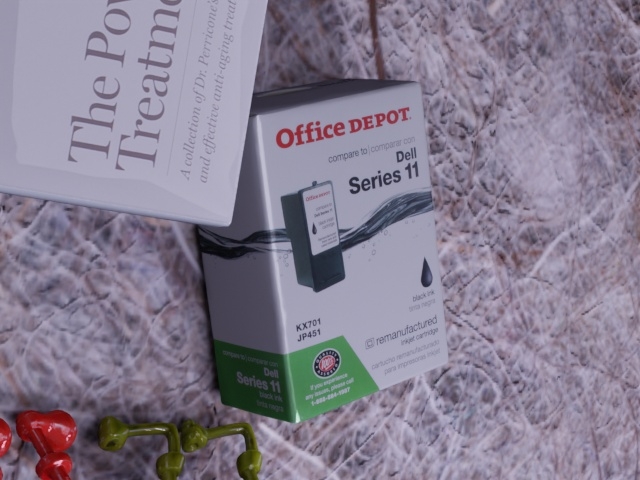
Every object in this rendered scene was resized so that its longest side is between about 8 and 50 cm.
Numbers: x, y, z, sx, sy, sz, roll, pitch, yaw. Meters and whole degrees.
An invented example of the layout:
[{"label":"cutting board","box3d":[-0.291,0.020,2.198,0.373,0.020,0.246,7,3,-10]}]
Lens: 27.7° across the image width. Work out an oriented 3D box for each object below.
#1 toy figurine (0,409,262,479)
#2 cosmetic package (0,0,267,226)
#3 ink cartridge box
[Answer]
[{"label":"toy figurine","box3d":[-0.175,0.244,0.784,0.362,0.191,0.217,7,121,-47]},{"label":"cosmetic package","box3d":[-0.159,-0.214,0.673,0.284,0.097,0.377,9,90,-16]},{"label":"ink cartridge box","box3d":[0.000,0.000,0.892,0.153,0.086,0.209,-17,105,-37]}]
